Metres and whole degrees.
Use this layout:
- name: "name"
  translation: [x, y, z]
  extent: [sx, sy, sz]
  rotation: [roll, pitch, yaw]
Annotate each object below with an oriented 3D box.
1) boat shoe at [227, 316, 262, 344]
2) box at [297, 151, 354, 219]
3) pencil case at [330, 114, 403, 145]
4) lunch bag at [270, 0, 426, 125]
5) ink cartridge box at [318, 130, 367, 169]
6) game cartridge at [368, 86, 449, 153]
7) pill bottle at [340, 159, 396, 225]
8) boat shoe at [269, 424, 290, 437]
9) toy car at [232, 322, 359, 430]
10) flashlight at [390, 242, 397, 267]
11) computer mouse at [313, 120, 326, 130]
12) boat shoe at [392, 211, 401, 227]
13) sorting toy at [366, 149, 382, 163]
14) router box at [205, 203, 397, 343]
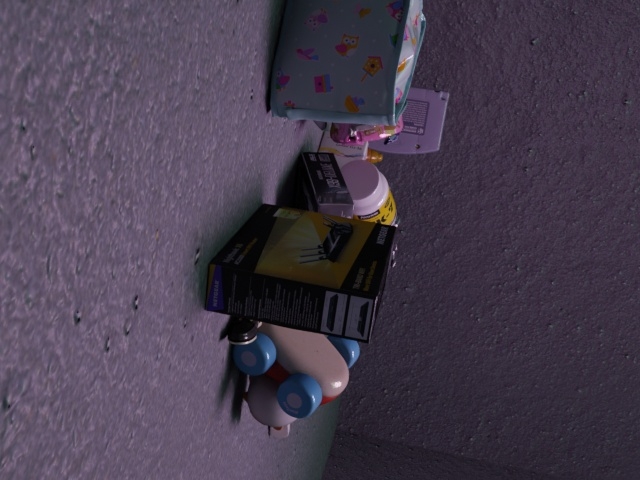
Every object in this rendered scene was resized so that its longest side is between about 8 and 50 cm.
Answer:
- name: "boat shoe"
  translation: [-0.125, 0.137, 1.235]
  extent: [0.133, 0.049, 0.042]
  rotation: [-63, 156, -73]
- name: "box"
  translation: [0.000, 0.000, 1.575]
  extent: [0.242, 0.077, 0.307]
  rotation: [-106, -162, -57]
- name: "pencil case"
  translation: [0.078, -0.378, 1.454]
  extent: [0.167, 0.160, 0.385]
  rotation: [-127, -155, -53]
- name: "lunch bag"
  translation: [0.045, -0.308, 1.231]
  extent: [0.160, 0.224, 0.262]
  rotation: [60, 40, -67]
- name: "ink cartridge box"
  translation: [0.052, -0.204, 1.843]
  extent: [0.067, 0.115, 0.198]
  rotation: [92, 10, -53]
- name: "game cartridge"
  translation: [0.207, -0.349, 2.126]
  extent: [0.060, 0.294, 0.195]
  rotation: [10, 91, -79]
- name: "pill bottle"
  translation: [0.103, -0.096, 1.689]
  extent: [0.208, 0.119, 0.119]
  rotation: [54, 46, -66]
- name: "boat shoe"
  translation: [-0.091, 0.415, 1.813]
  extent: [0.184, 0.066, 0.063]
  rotation: [91, 1, -45]
- name: "toy car"
  translation: [-0.084, 0.260, 1.387]
  extent: [0.238, 0.210, 0.219]
  rotation: [-51, 173, 29]
- name: "flashlight"
  translation: [0.068, 0.013, 1.723]
  extent: [0.103, 0.103, 0.304]
  rotation: [-41, -161, -21]
- name: "computer mouse"
  translation: [-0.002, -0.329, 1.561]
  extent: [0.106, 0.042, 0.192]
  rotation: [37, 58, -87]
- name: "boat shoe"
  translation: [0.083, 0.020, 1.911]
  extent: [0.302, 0.091, 0.114]
  rotation: [-42, -147, 24]
- name: "sorting toy"
  translation: [0.121, -0.214, 2.216]
  extent: [0.365, 0.126, 0.127]
  rotation: [-78, 175, -63]
- name: "router box"
  translation: [-0.016, 0.039, 1.170]
  extent: [0.309, 0.243, 0.080]
  rotation: [-63, 161, -68]
